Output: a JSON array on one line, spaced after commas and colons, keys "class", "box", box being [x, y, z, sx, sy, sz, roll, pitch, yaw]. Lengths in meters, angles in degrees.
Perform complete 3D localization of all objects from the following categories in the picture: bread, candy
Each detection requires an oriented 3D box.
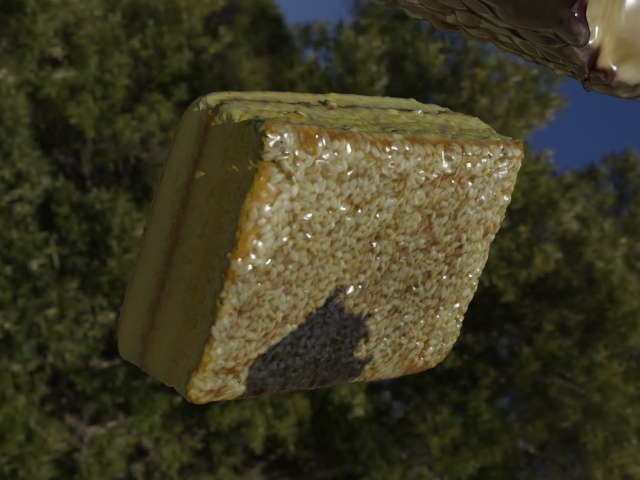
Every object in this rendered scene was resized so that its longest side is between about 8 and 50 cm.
[{"class": "bread", "box": [0.000, 0.000, 0.873, 0.110, 0.234, 0.184, 35, -65, 41]}, {"class": "candy", "box": [0.046, -0.085, 0.339, 0.110, 0.085, 0.095, 18, -14, 31]}]
